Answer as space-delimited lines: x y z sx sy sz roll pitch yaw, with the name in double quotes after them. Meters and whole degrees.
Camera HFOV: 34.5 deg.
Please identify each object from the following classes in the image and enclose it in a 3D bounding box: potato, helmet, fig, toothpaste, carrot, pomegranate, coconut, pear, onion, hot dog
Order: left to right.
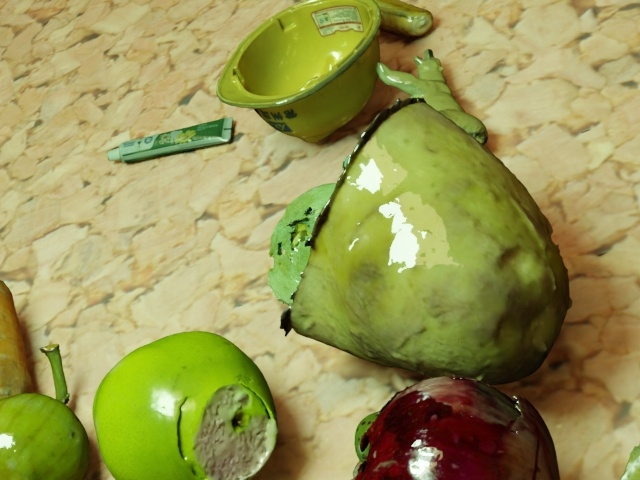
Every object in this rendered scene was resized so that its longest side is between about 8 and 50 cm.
-0.431 0.162 1.286 0.159 0.159 0.225 -34 57 -3 "carrot"
-0.334 0.232 1.170 0.142 0.148 0.186 -38 7 11 "fig"
-0.222 -0.143 1.506 0.204 0.031 0.049 -11 49 18 "toothpaste"
-0.151 0.182 1.081 0.187 0.187 0.219 -51 29 -19 "pear"
-0.008 -0.207 1.368 0.205 0.140 0.257 8 50 35 "helmet"
-0.004 -0.003 1.212 0.133 0.055 0.158 -2 68 36 "coconut"
0.075 -0.335 1.505 0.066 0.047 0.215 -15 32 -39 "hot dog"
0.060 0.205 1.014 0.084 0.073 0.073 -28 44 3 "pomegranate"
0.096 0.235 0.850 0.219 0.252 0.252 -3 50 13 "onion"
0.132 0.036 1.021 0.237 0.301 0.288 31 35 16 "potato"

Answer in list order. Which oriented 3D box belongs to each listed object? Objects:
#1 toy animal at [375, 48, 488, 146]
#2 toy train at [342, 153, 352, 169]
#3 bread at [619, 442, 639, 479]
0.143 -0.162 1.296 0.101 0.103 0.219 -16 40 -12 "toy animal"
0.063 -0.063 1.275 0.071 0.038 0.148 -15 47 16 "toy train"
0.353 0.241 0.786 0.267 0.130 0.152 15 51 37 "bread"
